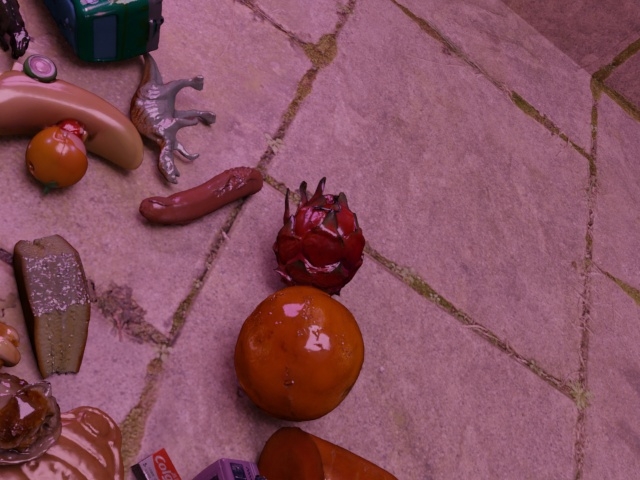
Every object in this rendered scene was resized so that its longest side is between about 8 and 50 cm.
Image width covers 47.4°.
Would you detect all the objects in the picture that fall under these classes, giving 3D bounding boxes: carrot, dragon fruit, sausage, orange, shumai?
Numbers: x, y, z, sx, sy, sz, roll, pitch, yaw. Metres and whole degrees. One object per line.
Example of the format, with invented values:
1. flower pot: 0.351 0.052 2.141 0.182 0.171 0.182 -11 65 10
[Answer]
1. carrot: 0.054 0.466 1.214 0.331 0.193 0.214 32 15 -18
2. dragon fruit: 0.000 0.000 1.488 0.192 0.193 0.274 21 78 -31
3. sausage: -0.231 -0.090 1.472 0.304 0.078 0.078 -27 79 -43
4. orange: -0.037 0.204 1.305 0.239 0.240 0.240 19 51 -26
5. shumai: -0.416 0.234 1.006 0.145 0.116 0.146 22 41 -21

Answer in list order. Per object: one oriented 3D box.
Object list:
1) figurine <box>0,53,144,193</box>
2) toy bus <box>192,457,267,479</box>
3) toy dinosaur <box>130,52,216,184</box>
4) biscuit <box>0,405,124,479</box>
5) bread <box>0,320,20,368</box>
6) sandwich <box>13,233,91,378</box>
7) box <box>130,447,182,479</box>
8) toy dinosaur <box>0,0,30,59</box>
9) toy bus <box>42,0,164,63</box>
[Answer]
1. figurine: -0.478 -0.197 1.328 0.324 0.124 0.222 22 50 -28
2. toy bus: -0.125 0.442 1.125 0.108 0.096 0.199 36 21 -46
3. toy dinosaur: -0.327 -0.303 1.541 0.205 0.092 0.393 -21 77 -38
4. biscuit: -0.424 0.376 1.023 0.312 0.057 0.351 30 48 -18
5. bread: -0.519 0.179 1.051 0.119 0.084 0.177 18 34 30
6. sandwich: -0.437 0.088 1.187 0.094 0.096 0.258 -6 63 -33
7. box: -0.220 0.436 1.145 0.055 0.039 0.218 -22 76 -42
8. toy dinosaur: -0.584 -0.450 1.378 0.187 0.179 0.087 52 46 1
9. toy bus: -0.481 -0.538 1.503 0.199 0.184 0.344 -25 72 -25
